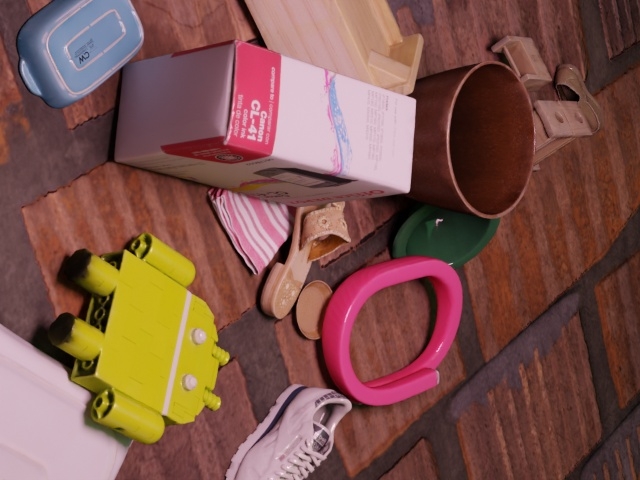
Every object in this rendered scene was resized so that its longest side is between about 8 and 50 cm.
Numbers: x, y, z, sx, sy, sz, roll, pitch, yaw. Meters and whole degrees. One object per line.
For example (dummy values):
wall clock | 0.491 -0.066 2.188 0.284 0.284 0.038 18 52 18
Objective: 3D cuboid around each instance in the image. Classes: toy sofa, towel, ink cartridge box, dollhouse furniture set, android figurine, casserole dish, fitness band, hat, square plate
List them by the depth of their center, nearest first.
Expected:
square plate | -0.363 0.280 1.529 0.347 0.049 0.344 41 62 -42
casserole dish | -0.273 -0.234 1.606 0.188 0.037 0.114 -46 125 -36
android figurine | -0.209 0.123 1.666 0.273 0.056 0.248 38 51 -41
ink cartridge box | -0.064 -0.135 1.683 0.306 0.226 0.131 14 77 -41
toy sofa | -0.008 -0.351 1.842 0.150 0.177 0.362 -75 144 -51
towel | -0.064 -0.068 1.863 0.197 0.029 0.144 -52 129 -33
fitness band | 0.112 0.132 2.037 0.291 0.054 0.209 -14 110 -45
hat | 0.170 -0.077 2.134 0.173 0.183 0.208 22 120 -43
dollhouse furniture set | 0.334 -0.222 2.267 0.129 0.129 0.184 -5 66 -49

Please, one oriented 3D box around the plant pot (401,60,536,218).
plant pot | 0.151 -0.141 1.951 0.215 0.230 0.215 -4 95 -49

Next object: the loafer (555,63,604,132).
loafer | 0.450 -0.243 2.427 0.148 0.056 0.050 53 55 -24

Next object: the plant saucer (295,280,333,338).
plant saucer | -0.011 0.098 1.946 0.083 0.015 0.083 -6 98 -49

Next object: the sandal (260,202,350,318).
sandal | 0.002 0.002 1.881 0.240 0.079 0.088 -67 152 -11

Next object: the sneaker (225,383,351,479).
sneaker | -0.047 0.295 1.861 0.090 0.095 0.235 53 56 -39
